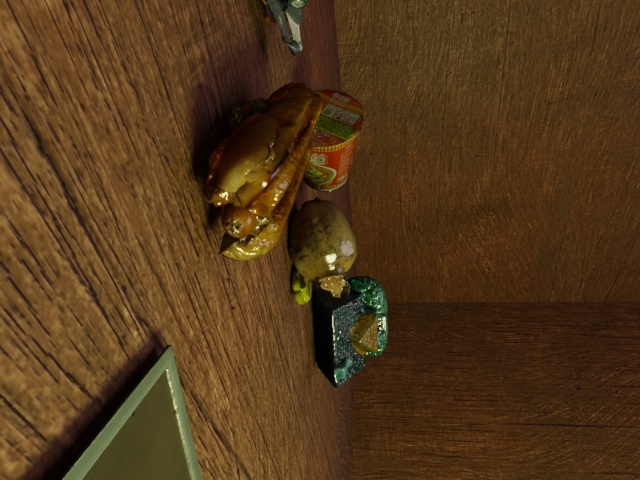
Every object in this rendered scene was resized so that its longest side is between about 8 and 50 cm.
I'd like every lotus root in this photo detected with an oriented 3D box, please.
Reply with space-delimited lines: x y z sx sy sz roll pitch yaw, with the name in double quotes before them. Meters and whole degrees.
"lotus root" 0.000 0.000 0.957 0.140 0.154 0.257 69 2 -53

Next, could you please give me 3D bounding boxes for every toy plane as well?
"toy plane" -0.081 -0.458 0.659 0.316 0.102 0.205 -5 94 -81

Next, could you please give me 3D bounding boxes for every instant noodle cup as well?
"instant noodle cup" 0.011 -0.235 1.035 0.212 0.192 0.193 88 5 -60

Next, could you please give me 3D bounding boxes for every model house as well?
"model house" 0.084 0.262 1.203 0.241 0.225 0.262 -49 134 -75

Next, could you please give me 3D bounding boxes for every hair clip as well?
"hair clip" -0.042 0.083 1.000 0.173 0.046 0.072 -83 158 -48

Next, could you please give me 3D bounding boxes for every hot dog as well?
"hot dog" -0.078 -0.122 0.583 0.349 0.116 0.158 -76 -178 -52

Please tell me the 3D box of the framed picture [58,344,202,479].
"framed picture" -0.162 0.257 0.299 0.296 0.019 0.233 -69 156 -69
